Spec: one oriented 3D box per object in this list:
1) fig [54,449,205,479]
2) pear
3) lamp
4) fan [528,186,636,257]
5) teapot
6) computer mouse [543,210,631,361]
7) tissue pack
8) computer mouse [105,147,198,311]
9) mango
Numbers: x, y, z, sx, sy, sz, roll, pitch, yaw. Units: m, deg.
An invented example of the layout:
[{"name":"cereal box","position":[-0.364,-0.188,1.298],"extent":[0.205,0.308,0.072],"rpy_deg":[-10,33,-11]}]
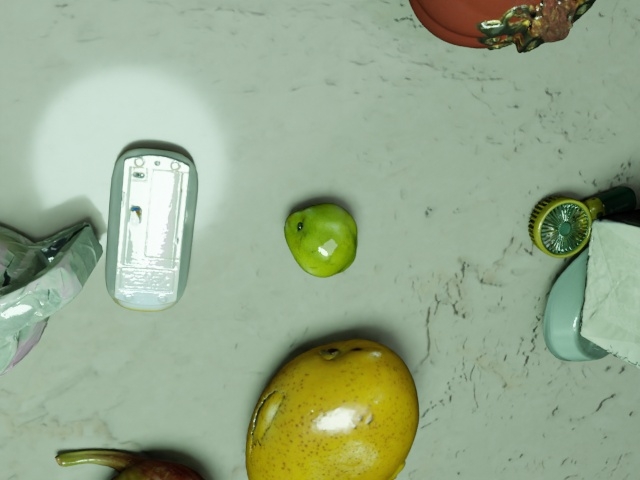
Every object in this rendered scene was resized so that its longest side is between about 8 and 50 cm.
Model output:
[{"name":"fig","position":[-0.221,0.339,0.950],"extent":[0.175,0.207,0.175],"rpy_deg":[-22,153,-12]},{"name":"pear","position":[0.000,0.000,0.910],"extent":[0.097,0.092,0.092],"rpy_deg":[19,103,-18]},{"name":"lamp","position":[0.199,-0.296,0.782],"extent":[0.227,0.227,0.226],"rpy_deg":[-4,109,-11]},{"name":"fan","position":[0.352,-0.032,1.002],"extent":[0.155,0.039,0.082],"rpy_deg":[-19,111,-7]},{"name":"teapot","position":[-0.350,0.078,0.807],"extent":[0.222,0.178,0.163],"rpy_deg":[-2,109,-13]},{"name":"computer mouse","position":[0.385,0.063,1.020],"extent":[0.128,0.079,0.230],"rpy_deg":[37,89,-35]},{"name":"tissue pack","position":[0.527,0.048,0.932],"extent":[0.370,0.210,0.198],"rpy_deg":[-7,113,-26]},{"name":"computer mouse","position":[-0.200,-0.012,0.882],"extent":[0.102,0.045,0.198],"rpy_deg":[4,107,-13]},{"name":"mango","position":[0.000,0.254,0.962],"extent":[0.191,0.160,0.290],"rpy_deg":[18,113,-24]}]
